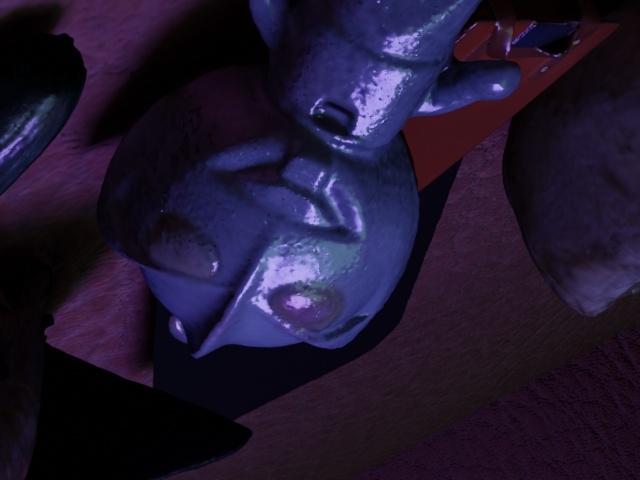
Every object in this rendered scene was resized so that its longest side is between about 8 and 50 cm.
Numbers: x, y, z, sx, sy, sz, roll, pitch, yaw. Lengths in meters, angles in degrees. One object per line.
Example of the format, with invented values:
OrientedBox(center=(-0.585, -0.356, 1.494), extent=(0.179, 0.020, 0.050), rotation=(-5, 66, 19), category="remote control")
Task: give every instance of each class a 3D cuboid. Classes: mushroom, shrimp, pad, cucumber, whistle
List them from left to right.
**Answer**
OrientedBox(center=(-0.166, 0.034, 0.619), extent=(0.046, 0.152, 0.219), rotation=(-9, -154, 1), category="shrimp")
OrientedBox(center=(-0.133, -0.044, 0.522), extent=(0.105, 0.048, 0.048), rotation=(-36, 164, 22), category="cucumber")
OrientedBox(center=(0.001, 0.000, 0.966), extent=(0.315, 0.063, 0.375), rotation=(-23, 154, -23), category="pad")
OrientedBox(center=(0.002, -0.059, 0.580), extent=(0.133, 0.142, 0.346), rotation=(-40, 167, -51), category="whistle")
OrientedBox(center=(0.204, -0.047, 0.874), extent=(0.164, 0.190, 0.267), rotation=(-31, 178, 17), category="mushroom")

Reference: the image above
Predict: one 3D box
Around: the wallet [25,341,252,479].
OrientedBox(center=(-0.229, 0.126, 0.683), extent=(0.323, 0.041, 0.247), rotation=(-17, -162, -40), category="wallet")

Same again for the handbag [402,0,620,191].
OrientedBox(center=(0.057, -0.084, 0.711), extent=(0.127, 0.063, 0.190), rotation=(-8, 157, -43), category="handbag")
